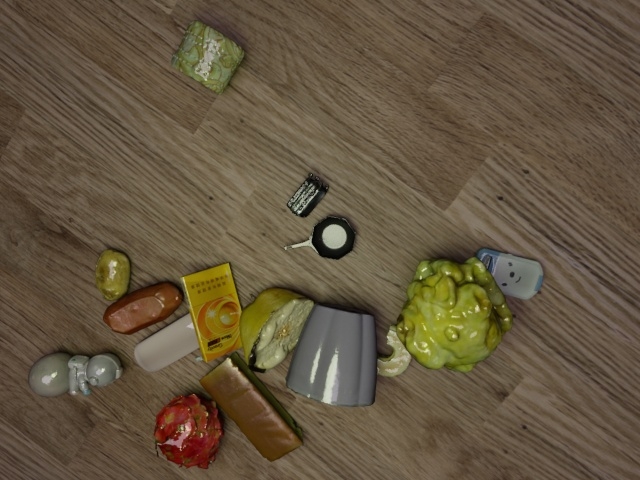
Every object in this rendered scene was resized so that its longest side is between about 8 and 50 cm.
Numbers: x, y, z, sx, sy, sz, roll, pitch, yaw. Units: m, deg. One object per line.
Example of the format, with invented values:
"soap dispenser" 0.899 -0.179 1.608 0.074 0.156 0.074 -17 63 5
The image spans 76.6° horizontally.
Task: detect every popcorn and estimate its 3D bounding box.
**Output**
"popcorn" 0.349 0.187 1.089 0.313 0.312 0.311 1 98 7

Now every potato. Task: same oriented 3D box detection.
"potato" -0.665 0.113 1.296 0.107 0.080 0.170 11 98 -7

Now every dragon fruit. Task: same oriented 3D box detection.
"dragon fruit" -0.402 0.608 1.279 0.205 0.210 0.268 -23 114 -7

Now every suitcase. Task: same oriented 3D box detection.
"suitcase" -0.038 -0.127 1.185 0.059 0.086 0.126 43 100 15

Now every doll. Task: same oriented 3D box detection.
"doll" -0.790 0.429 1.326 0.288 0.151 0.150 -7 97 4

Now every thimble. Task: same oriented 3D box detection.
"thimble" -0.323 -0.518 1.141 0.191 0.137 0.143 33 103 16

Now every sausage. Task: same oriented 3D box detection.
"sausage" -0.554 0.210 1.271 0.259 0.133 0.133 -25 94 7

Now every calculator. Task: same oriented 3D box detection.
"calculator" 0.531 0.096 1.172 0.211 0.039 0.121 15 98 5

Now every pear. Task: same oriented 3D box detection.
"pear" -0.159 0.244 1.215 0.178 0.267 0.266 30 102 34

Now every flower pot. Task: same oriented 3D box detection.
"flower pot" 0.044 0.311 1.155 0.265 0.265 0.242 10 88 5

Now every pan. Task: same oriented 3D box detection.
"pan" 0.002 -0.016 1.213 0.202 0.048 0.128 12 98 3

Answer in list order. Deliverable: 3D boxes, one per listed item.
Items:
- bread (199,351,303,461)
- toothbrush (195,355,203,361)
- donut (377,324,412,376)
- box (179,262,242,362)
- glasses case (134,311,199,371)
"bread" -0.217 0.537 1.301 0.138 0.077 0.361 -40 92 9
"toothbrush" -0.336 0.367 1.325 0.167 0.011 0.014 -20 90 9
"donut" 0.223 0.342 1.228 0.108 0.065 0.165 26 99 2
"box" -0.321 0.217 1.246 0.153 0.043 0.269 -17 97 -33
"glasses case" -0.464 0.320 1.301 0.297 0.075 0.113 -30 95 10
